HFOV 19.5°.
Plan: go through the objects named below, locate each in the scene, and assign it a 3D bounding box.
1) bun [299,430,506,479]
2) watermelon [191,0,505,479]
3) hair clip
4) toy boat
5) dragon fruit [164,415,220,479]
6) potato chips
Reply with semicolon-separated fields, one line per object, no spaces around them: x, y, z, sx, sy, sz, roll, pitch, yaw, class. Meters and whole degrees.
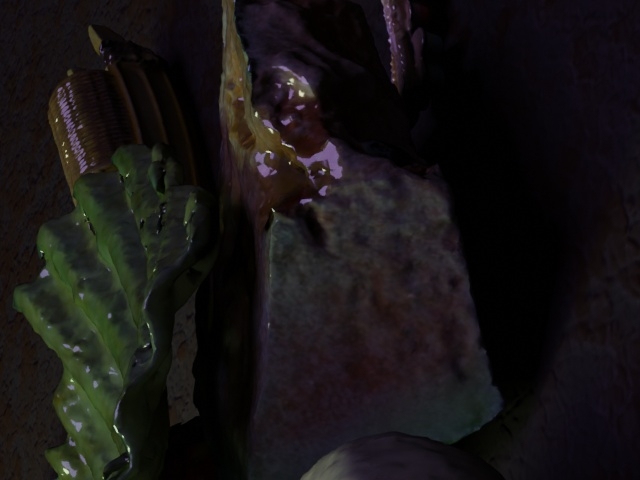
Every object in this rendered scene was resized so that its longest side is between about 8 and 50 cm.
0.046;0.282;0.934;0.365;0.219;0.365;-161;90;-79;bun
0.014;0.006;1.159;0.264;0.151;0.302;-111;25;-56;watermelon
0.055;-0.166;1.282;0.062;0.056;0.213;116;144;-55;hair clip
-0.171;-0.074;1.623;0.089;0.115;0.310;-60;32;34;toy boat
-0.067;0.163;1.368;0.190;0.094;0.094;-33;49;34;dragon fruit
-0.135;0.122;1.241;0.389;0.097;0.373;-157;67;-73;potato chips
